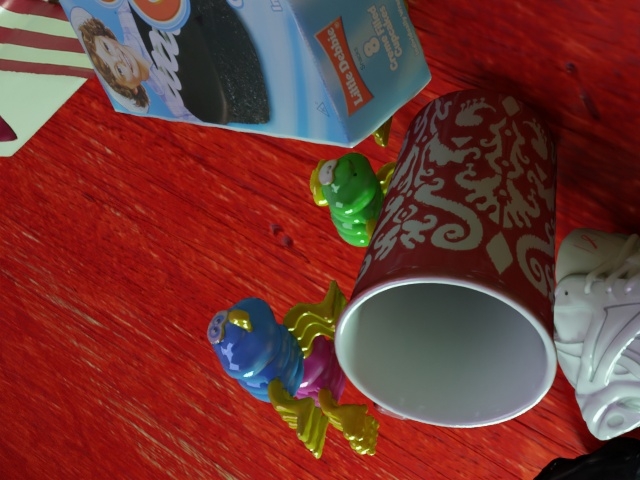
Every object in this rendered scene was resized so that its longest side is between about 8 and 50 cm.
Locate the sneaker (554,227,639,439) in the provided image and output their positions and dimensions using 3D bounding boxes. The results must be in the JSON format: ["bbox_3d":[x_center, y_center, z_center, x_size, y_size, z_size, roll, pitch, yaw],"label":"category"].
[{"bbox_3d":[0.182,0.036,0.740,0.115,0.090,0.232,50,152,6],"label":"sneaker"}]

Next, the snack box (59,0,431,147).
[{"bbox_3d":[-0.087,-0.193,0.544,0.187,0.060,0.322,14,136,50],"label":"snack box"}]

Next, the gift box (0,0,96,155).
[{"bbox_3d":[-0.214,-0.194,0.795,0.276,0.255,0.258,42,-171,6],"label":"gift box"}]

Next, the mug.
[{"bbox_3d":[0.066,0.009,0.744,0.150,0.169,0.113,-30,120,36],"label":"mug"}]

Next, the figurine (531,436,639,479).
[{"bbox_3d":[0.252,0.206,0.847,0.215,0.092,0.209,45,151,6],"label":"figurine"}]

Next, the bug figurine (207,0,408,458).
[{"bbox_3d":[0.000,0.000,0.777,0.072,0.279,0.216,4,152,17],"label":"bug figurine"}]
